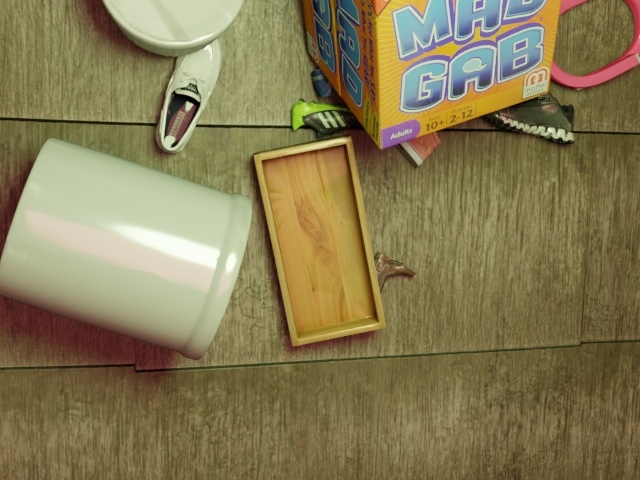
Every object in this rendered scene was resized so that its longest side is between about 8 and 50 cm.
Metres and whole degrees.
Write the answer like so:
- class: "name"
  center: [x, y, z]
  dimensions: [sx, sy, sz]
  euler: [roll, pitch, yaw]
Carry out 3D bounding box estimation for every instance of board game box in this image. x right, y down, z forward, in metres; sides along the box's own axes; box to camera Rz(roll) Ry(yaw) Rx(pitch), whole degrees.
- class: "board game box"
  center: [0.187, -0.452, 1.521]
  dimensions: [0.356, 0.356, 0.357]
  euler: [-20, 138, -12]

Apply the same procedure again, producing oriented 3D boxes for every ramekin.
- class: "ramekin"
  center: [-0.281, -0.473, 1.568]
  dimensions: [0.272, 0.127, 0.273]
  euler: [2, 82, -14]

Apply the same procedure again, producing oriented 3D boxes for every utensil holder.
- class: "utensil holder"
  center: [-0.363, 0.012, 1.557]
  dimensions: [0.385, 0.327, 0.328]
  euler: [19, 94, -13]

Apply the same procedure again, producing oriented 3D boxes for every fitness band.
- class: "fitness band"
  center: [0.607, -0.458, 1.858]
  dimensions: [0.290, 0.054, 0.209]
  euler: [-26, 104, -10]

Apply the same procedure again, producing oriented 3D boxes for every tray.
- class: "tray"
  center: [0.000, 0.000, 1.754]
  dimensions: [0.202, 0.076, 0.411]
  euler: [-11, 101, -1]

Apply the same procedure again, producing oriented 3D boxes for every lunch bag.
- class: "lunch bag"
  center: [0.033, -0.339, 1.725]
  dimensions: [0.098, 0.067, 0.065]
  euler: [-18, 103, -11]

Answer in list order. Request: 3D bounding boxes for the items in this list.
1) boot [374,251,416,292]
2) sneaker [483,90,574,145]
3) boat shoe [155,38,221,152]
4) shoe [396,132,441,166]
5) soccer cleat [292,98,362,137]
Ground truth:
- class: "boot"
  center: [0.143, 0.096, 1.839]
  dimensions: [0.106, 0.037, 0.114]
  euler: [25, 91, -8]
- class: "sneaker"
  center: [0.465, -0.283, 1.841]
  dimensions: [0.234, 0.078, 0.106]
  euler: [11, 93, -19]
- class: "boat shoe"
  center: [-0.256, -0.294, 1.651]
  dimensions: [0.095, 0.084, 0.258]
  euler: [15, 95, -16]
- class: "shoe"
  center: [0.182, -0.246, 1.783]
  dimensions: [0.081, 0.063, 0.178]
  euler: [-45, 111, -5]
- class: "soccer cleat"
  center: [0.027, -0.250, 1.748]
  dimensions: [0.178, 0.060, 0.072]
  euler: [6, 107, -9]
